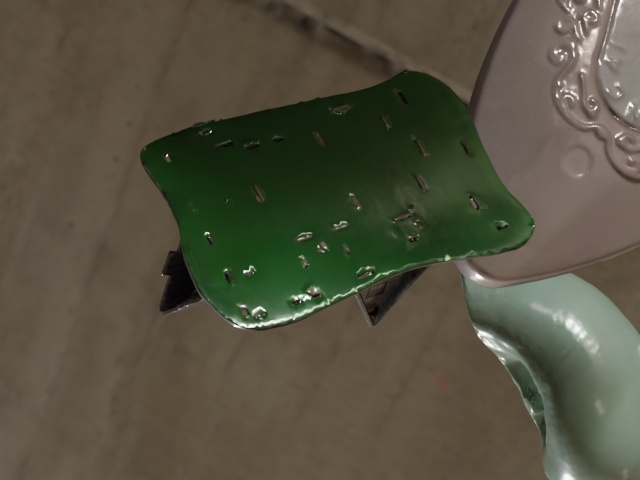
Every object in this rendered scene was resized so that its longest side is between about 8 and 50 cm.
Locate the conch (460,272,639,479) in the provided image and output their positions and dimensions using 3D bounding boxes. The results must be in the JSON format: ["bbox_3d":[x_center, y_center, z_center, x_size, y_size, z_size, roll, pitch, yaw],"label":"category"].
[{"bbox_3d":[0.193,0.100,1.406,0.121,0.221,0.185,-30,-176,-18],"label":"conch"}]

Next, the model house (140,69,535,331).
[{"bbox_3d":[0.000,0.000,0.848,0.167,0.117,0.088,-19,152,-23],"label":"model house"}]

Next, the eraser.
[{"bbox_3d":[0.174,-0.065,1.125,0.243,0.204,0.059,-49,-174,-19],"label":"eraser"}]
